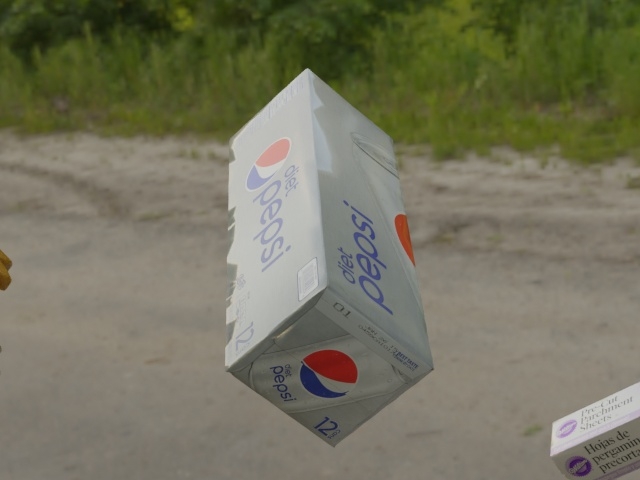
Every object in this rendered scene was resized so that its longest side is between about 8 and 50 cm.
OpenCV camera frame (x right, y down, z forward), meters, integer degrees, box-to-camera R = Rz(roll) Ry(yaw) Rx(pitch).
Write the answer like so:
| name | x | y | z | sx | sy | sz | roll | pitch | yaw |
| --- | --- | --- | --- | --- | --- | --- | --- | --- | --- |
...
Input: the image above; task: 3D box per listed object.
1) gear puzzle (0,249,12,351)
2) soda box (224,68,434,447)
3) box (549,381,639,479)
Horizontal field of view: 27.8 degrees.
| name | x | y | z | sx | sy | sz | roll | pitch | yaw |
| --- | --- | --- | --- | --- | --- | --- | --- | --- | --- |
| gear puzzle | -0.218 | -0.002 | 0.599 | 0.044 | 0.175 | 0.339 | -49 | -8 | 6 |
| soda box | 0.000 | 0.000 | 0.889 | 0.091 | 0.098 | 0.286 | -41 | 26 | 22 |
| box | 0.394 | 0.169 | 1.367 | 0.324 | 0.063 | 0.067 | -31 | 18 | 28 |
